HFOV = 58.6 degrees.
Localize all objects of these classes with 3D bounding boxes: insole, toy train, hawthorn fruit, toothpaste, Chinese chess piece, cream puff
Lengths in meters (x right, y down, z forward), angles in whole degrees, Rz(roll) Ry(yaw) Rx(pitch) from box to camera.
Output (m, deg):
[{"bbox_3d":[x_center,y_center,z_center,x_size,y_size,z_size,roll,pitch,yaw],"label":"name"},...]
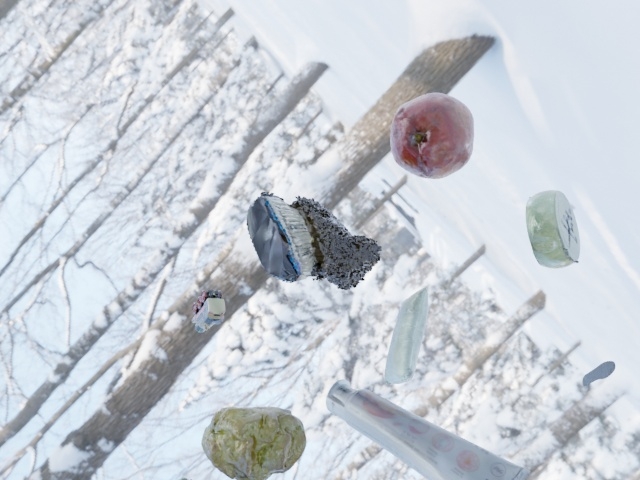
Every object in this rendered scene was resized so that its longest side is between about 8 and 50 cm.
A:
[{"bbox_3d":[0.797,0.382,1.635,0.002,0.152,0.053,20,-126,-2],"label":"insole"},{"bbox_3d":[-0.279,0.177,1.410,0.050,0.138,0.086,7,-124,-29],"label":"toy train"},{"bbox_3d":[0.220,-0.208,1.153,0.179,0.179,0.200,47,-153,5],"label":"hawthorn fruit"},{"bbox_3d":[0.139,0.296,0.851,0.323,0.100,0.066,18,130,45],"label":"toothpaste"},{"bbox_3d":[0.555,-0.027,1.357,0.189,0.083,0.188,19,-115,-47],"label":"Chinese chess piece"},{"bbox_3d":[-0.160,0.476,1.359,0.244,0.196,0.244,24,155,12],"label":"cream puff"}]

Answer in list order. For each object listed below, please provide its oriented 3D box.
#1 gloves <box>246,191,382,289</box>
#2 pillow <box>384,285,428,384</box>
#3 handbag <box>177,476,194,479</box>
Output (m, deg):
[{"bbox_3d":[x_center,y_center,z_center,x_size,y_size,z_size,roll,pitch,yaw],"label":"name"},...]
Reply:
[{"bbox_3d":[-0.002,0.007,1.125,0.210,0.135,0.312,43,-162,24],"label":"gloves"},{"bbox_3d":[0.225,0.244,1.456,0.078,0.253,0.144,17,156,3],"label":"pillow"},{"bbox_3d":[-0.290,0.720,1.438,0.256,0.079,0.219,58,178,43],"label":"handbag"}]
